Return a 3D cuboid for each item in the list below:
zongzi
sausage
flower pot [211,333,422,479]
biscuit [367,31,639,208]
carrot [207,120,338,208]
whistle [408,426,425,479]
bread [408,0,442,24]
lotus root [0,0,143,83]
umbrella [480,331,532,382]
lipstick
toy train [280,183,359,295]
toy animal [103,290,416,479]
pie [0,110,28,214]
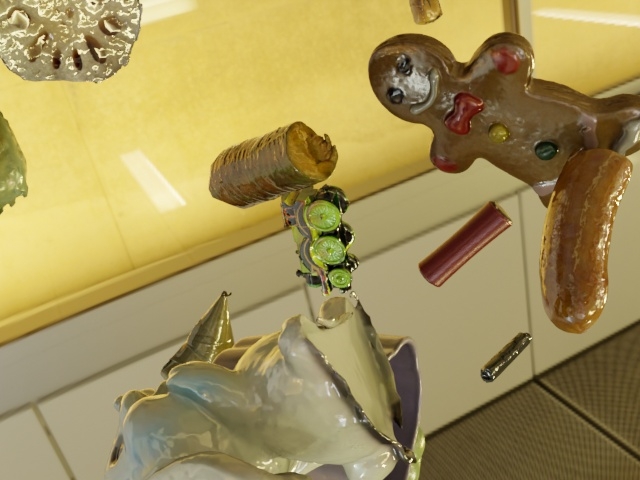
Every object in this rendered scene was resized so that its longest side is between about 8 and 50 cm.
[{"bbox_3d":[-0.222,0.240,1.596,0.115,0.228,0.256,29,-88,33],"label":"zongzi"},{"bbox_3d":[0.378,-0.001,1.000,0.109,0.270,0.109,11,173,1],"label":"sausage"},{"bbox_3d":[-0.019,0.239,0.888,0.243,0.265,0.265,5,-147,22],"label":"flower pot"},{"bbox_3d":[0.268,-0.189,1.089,0.432,0.283,0.064,26,-130,0],"label":"biscuit"},{"bbox_3d":[-0.088,-0.120,1.119,0.114,0.114,0.302,-33,-168,-33],"label":"carrot"},{"bbox_3d":[0.156,0.432,1.364,0.085,0.227,0.105,3,-143,-2],"label":"whistle"},{"bbox_3d":[0.247,-0.567,1.636,0.072,0.105,0.053,-18,-171,-7],"label":"bread"},{"bbox_3d":[-0.461,-0.400,1.178,0.272,0.272,0.192,-27,-147,-25],"label":"lotus root"},{"bbox_3d":[0.331,0.204,1.222,0.133,0.031,0.036,-34,172,-32],"label":"umbrella"},{"bbox_3d":[0.337,0.010,1.617,0.241,0.080,0.080,-43,-159,20],"label":"lipstick"},{"bbox_3d":[0.000,0.000,1.667,0.161,0.296,0.100,-2,-150,17],"label":"toy train"},{"bbox_3d":[-0.052,0.175,0.631,0.289,0.174,0.249,-31,170,33],"label":"toy animal"},{"bbox_3d":[-0.545,-0.086,0.683,0.395,0.418,0.180,-59,-169,-24],"label":"pie"}]
